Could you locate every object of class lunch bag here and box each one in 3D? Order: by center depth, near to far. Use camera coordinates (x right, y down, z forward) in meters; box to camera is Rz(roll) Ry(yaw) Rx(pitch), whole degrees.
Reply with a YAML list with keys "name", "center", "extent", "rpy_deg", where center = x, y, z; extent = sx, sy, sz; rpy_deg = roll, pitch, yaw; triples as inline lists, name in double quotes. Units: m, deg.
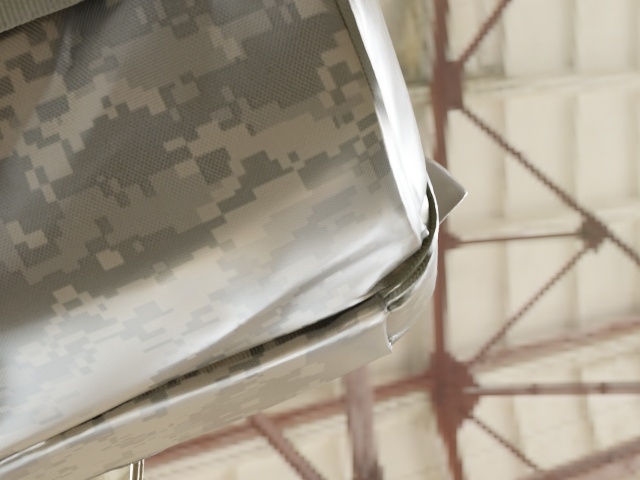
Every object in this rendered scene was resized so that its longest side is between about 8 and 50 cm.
- name: "lunch bag"
  center: [-0.114, -0.031, 0.637]
  extent: [0.256, 0.305, 0.212]
  rpy_deg: [70, 178, -76]

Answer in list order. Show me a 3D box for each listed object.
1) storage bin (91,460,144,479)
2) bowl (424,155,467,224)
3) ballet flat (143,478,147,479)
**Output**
- name: "storage bin"
  center: [-0.198, 0.060, 1.103]
  extent: [0.262, 0.123, 0.260]
  rpy_deg: [73, -169, -48]
- name: "bowl"
  center: [0.000, 0.000, 1.070]
  extent: [0.053, 0.142, 0.142]
  rpy_deg: [55, -131, -9]
- name: "ballet flat"
  center: [-0.239, 0.210, 1.238]
  extent: [0.409, 0.147, 0.147]
  rpy_deg: [-9, -86, -29]
